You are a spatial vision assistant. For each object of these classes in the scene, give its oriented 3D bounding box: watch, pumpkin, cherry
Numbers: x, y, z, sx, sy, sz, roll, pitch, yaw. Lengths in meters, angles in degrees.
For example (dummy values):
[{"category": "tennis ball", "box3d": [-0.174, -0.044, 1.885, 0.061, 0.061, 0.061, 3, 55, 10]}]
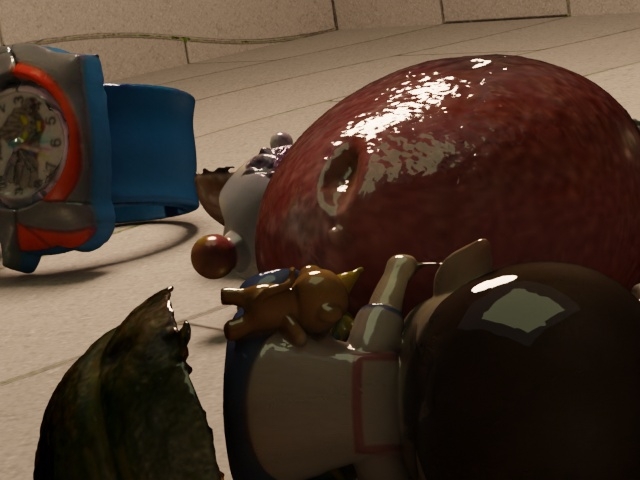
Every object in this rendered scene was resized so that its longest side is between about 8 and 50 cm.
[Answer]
[{"category": "watch", "box3d": [-0.293, -0.082, 1.677, 0.305, 0.242, 0.274, -4, -4, 31]}, {"category": "pumpkin", "box3d": [-0.104, 0.102, 0.765, 0.111, 0.163, 0.278, -9, 11, -5]}, {"category": "cherry", "box3d": [0.083, -0.006, 0.973, 0.261, 0.221, 0.307, -13, 2, 28]}]

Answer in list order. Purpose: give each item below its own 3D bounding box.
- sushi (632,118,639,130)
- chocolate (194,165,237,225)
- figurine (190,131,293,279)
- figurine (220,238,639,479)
[{"category": "sushi", "box3d": [0.337, -0.038, 1.145, 0.274, 0.139, 0.184, -12, 15, -26]}, {"category": "chocolate", "box3d": [0.003, -0.026, 1.454, 0.261, 0.083, 0.161, 3, -1, 33]}, {"category": "figurine", "box3d": [-0.009, 0.001, 1.240, 0.193, 0.133, 0.274, 6, 16, 2]}, {"category": "figurine", "box3d": [0.082, 0.079, 0.778, 0.275, 0.161, 0.158, 0, 1, 19]}]
